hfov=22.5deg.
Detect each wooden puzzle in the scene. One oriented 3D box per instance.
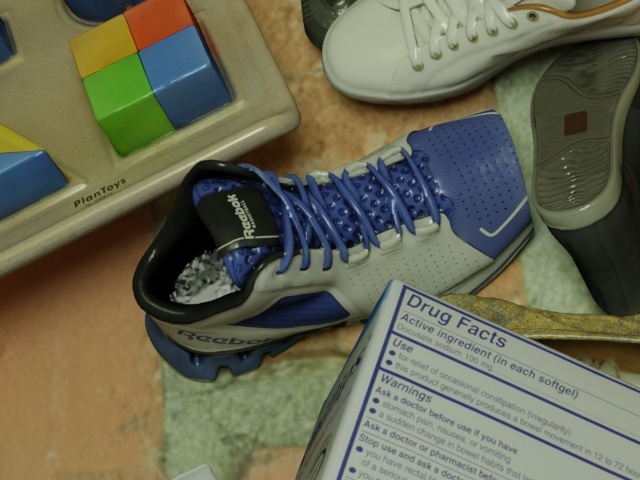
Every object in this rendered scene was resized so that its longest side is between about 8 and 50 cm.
[{"bbox_3d":[-0.212,-0.136,1.247,0.322,0.080,0.348,-27,47,3],"label":"wooden puzzle"}]

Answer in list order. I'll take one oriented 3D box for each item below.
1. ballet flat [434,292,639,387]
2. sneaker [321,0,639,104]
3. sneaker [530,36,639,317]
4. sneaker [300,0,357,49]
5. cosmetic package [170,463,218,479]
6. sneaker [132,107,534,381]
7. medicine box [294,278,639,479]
[{"bbox_3d":[0.209,0.107,1.106,0.348,0.123,0.123,5,73,17],"label":"ballet flat"},{"bbox_3d":[0.128,-0.184,1.184,0.290,0.123,0.106,-16,75,12],"label":"sneaker"},{"bbox_3d":[0.209,-0.051,1.195,0.083,0.118,0.222,-8,40,27],"label":"sneaker"},{"bbox_3d":[0.025,-0.268,1.285,0.078,0.106,0.234,11,74,17],"label":"sneaker"},{"bbox_3d":[-0.046,0.363,1.009,0.156,0.217,0.385,-23,65,-30],"label":"cosmetic package"},{"bbox_3d":[-0.001,0.000,1.158,0.315,0.182,0.127,-24,72,5],"label":"sneaker"},{"bbox_3d":[0.105,0.209,0.953,0.263,0.149,0.289,24,45,-2],"label":"medicine box"}]
